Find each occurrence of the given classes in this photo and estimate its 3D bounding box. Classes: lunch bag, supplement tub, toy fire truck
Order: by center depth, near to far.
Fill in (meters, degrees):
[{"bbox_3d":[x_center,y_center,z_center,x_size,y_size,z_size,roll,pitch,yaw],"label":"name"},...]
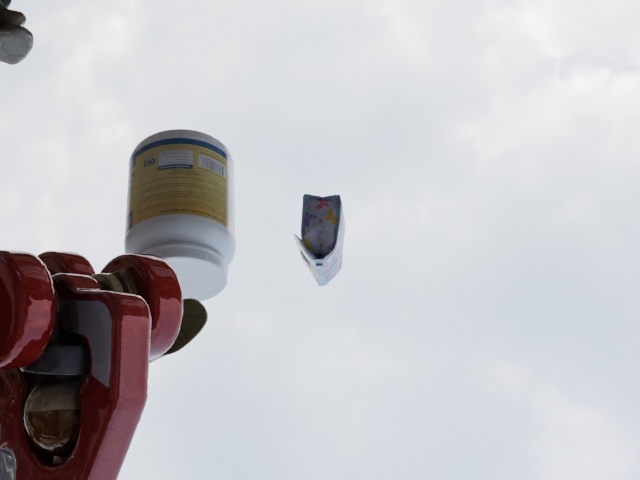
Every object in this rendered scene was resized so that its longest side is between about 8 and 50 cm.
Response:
[{"bbox_3d":[-0.259,0.135,0.831,0.302,0.169,0.254,1,-91,41],"label":"toy fire truck"},{"bbox_3d":[0.000,0.000,1.006,0.053,0.071,0.083,0,-114,7],"label":"lunch bag"},{"bbox_3d":[-0.185,-0.031,1.211,0.144,0.144,0.200,-24,-128,28],"label":"supplement tub"}]

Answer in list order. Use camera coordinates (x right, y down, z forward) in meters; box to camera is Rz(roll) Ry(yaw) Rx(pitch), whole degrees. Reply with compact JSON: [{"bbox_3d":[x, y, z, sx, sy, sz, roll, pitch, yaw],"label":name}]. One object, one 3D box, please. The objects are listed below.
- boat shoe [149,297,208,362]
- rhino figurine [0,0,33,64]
[{"bbox_3d":[-0.196,0.114,1.051,0.153,0.056,0.048,-38,-172,5],"label":"boat shoe"},{"bbox_3d":[-0.303,-0.142,0.540,0.106,0.243,0.073,-119,-153,-43],"label":"rhino figurine"}]
